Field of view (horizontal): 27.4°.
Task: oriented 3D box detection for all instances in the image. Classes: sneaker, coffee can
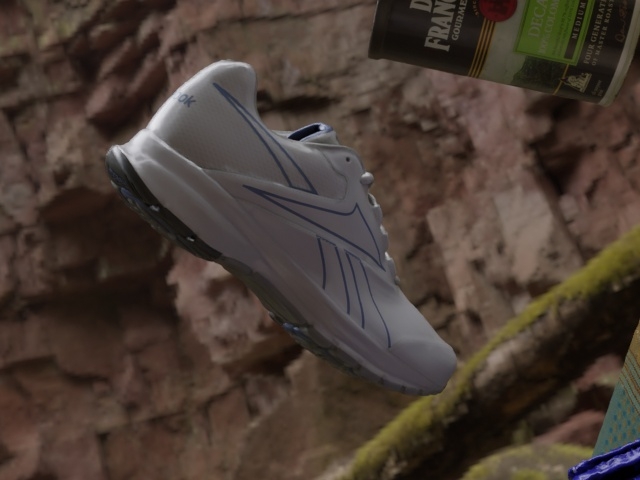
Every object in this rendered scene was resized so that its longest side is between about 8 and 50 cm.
[{"bbox_3d":[0.000,0.000,0.885,0.297,0.111,0.129,42,-101,-26],"label":"sneaker"},{"bbox_3d":[0.206,-0.273,1.450,0.275,0.201,0.201,12,-29,1],"label":"coffee can"}]

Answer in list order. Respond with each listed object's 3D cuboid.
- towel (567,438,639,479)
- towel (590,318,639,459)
[{"bbox_3d":[0.287,0.105,0.675,0.308,0.076,0.227,-24,-25,14],"label":"towel"},{"bbox_3d":[0.332,0.146,1.148,0.040,0.271,0.370,5,-61,-10],"label":"towel"}]
